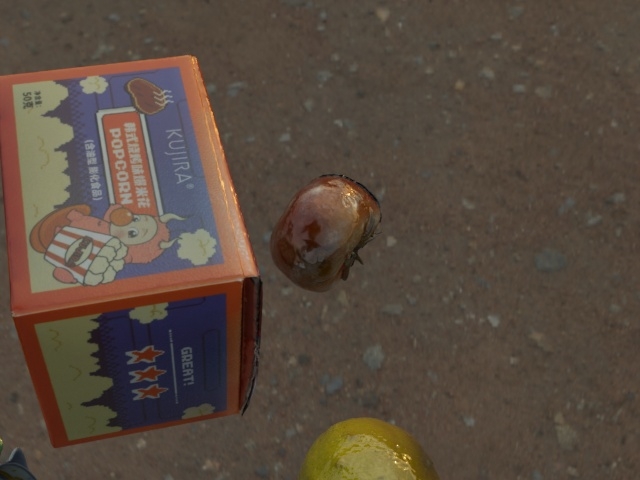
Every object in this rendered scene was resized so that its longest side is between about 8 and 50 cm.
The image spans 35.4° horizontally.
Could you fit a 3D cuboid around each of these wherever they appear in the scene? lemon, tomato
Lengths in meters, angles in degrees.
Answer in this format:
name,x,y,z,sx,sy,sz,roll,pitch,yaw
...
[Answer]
name,x,y,z,sx,sy,sz,roll,pitch,yaw
lemon,0.081,0.430,1.676,0.260,0.260,0.284,-29,38,-14
tomato,0.000,0.000,1.809,0.181,0.214,0.155,29,27,3

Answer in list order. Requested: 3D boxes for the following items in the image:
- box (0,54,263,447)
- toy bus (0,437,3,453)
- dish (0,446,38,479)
name,x,y,z,sx,sy,sz,roll,pitch,yaw
box,-0.233,0.014,1.219,0.257,0.318,0.348,-8,53,-13
toy bus,-0.735,0.280,1.965,0.199,0.343,0.183,-1,10,-8
dish,-0.557,0.459,1.667,0.086,0.236,0.228,-6,75,28
